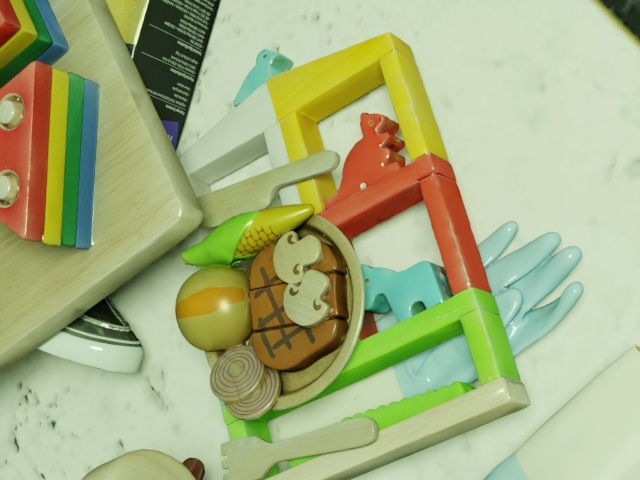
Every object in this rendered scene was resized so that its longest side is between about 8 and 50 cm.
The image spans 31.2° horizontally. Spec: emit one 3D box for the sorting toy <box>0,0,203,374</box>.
[{"bbox_3d":[-0.242,-0.055,0.758,0.257,0.089,0.255,-35,68,20],"label":"sorting toy"}]

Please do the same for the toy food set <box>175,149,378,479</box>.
[{"bbox_3d":[-0.033,0.042,0.692,0.132,0.038,0.192,-21,67,29],"label":"toy food set"}]

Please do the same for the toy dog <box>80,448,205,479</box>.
[{"bbox_3d":[-0.067,0.262,0.680,0.220,0.161,0.333,-5,105,32],"label":"toy dog"}]

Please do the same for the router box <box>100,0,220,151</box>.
[{"bbox_3d":[-0.216,-0.212,0.866,0.309,0.081,0.243,15,90,30],"label":"router box"}]

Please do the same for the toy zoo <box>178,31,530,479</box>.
[{"bbox_3d":[0.000,0.000,0.725,0.192,0.030,0.293,-27,64,27],"label":"toy zoo"}]

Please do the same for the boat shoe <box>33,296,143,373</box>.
[{"bbox_3d":[-0.205,0.026,0.825,0.219,0.078,0.070,27,97,31],"label":"boat shoe"}]

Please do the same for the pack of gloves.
[{"bbox_3d":[0.091,0.114,0.679,0.232,0.046,0.195,-37,52,20],"label":"pack of gloves"}]
